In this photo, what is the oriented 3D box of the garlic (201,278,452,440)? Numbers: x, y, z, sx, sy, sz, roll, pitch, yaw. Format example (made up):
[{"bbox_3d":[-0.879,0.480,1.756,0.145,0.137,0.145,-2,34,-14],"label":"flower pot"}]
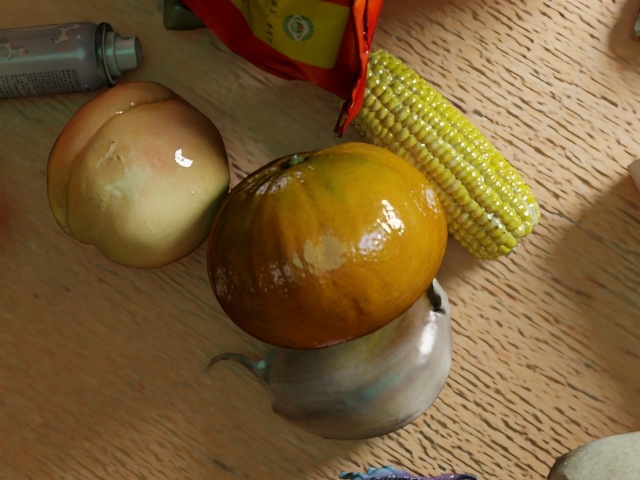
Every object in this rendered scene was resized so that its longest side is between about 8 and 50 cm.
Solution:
[{"bbox_3d":[0.018,0.136,1.170,0.266,0.148,0.129,-21,122,-1],"label":"garlic"}]

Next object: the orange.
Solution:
[{"bbox_3d":[0.000,0.000,1.101,0.240,0.240,0.171,-24,105,3],"label":"orange"}]

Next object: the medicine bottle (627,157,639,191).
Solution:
[{"bbox_3d":[0.407,0.009,1.120,0.133,0.133,0.250,-28,84,3],"label":"medicine bottle"}]

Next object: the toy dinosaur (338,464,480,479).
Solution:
[{"bbox_3d":[0.062,0.247,1.161,0.197,0.080,0.045,-1,83,-19],"label":"toy dinosaur"}]

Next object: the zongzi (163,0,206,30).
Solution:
[{"bbox_3d":[-0.107,-0.272,1.226,0.119,0.055,0.109,-1,71,-15],"label":"zongzi"}]

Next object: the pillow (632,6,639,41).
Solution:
[{"bbox_3d":[0.410,-0.298,1.154,0.148,0.050,0.230,16,85,33],"label":"pillow"}]

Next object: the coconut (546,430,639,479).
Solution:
[{"bbox_3d":[0.319,0.287,1.064,0.237,0.237,0.266,-45,90,1],"label":"coconut"}]

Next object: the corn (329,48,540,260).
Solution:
[{"bbox_3d":[0.118,-0.086,1.169,0.093,0.093,0.244,-43,85,2],"label":"corn"}]

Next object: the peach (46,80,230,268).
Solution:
[{"bbox_3d":[-0.177,-0.067,1.154,0.184,0.184,0.184,0,87,5],"label":"peach"}]

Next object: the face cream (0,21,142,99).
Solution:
[{"bbox_3d":[-0.302,-0.187,1.221,0.229,0.075,0.075,-4,87,4],"label":"face cream"}]

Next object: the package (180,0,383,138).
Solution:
[{"bbox_3d":[-0.078,-0.304,1.097,0.123,0.196,0.423,-34,70,-29],"label":"package"}]
